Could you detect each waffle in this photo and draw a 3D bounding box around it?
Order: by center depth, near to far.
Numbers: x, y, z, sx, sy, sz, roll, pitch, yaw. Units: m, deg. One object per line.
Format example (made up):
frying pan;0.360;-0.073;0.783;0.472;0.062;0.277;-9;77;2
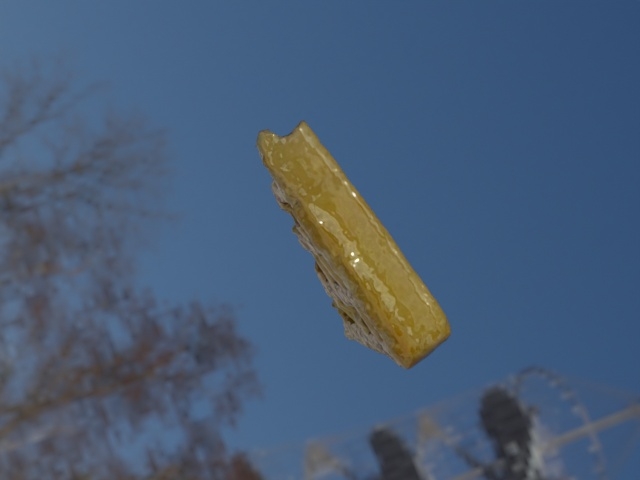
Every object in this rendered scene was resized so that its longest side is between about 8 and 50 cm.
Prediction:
waffle;0.000;0.000;0.870;0.125;0.032;0.191;52;-7;-8
